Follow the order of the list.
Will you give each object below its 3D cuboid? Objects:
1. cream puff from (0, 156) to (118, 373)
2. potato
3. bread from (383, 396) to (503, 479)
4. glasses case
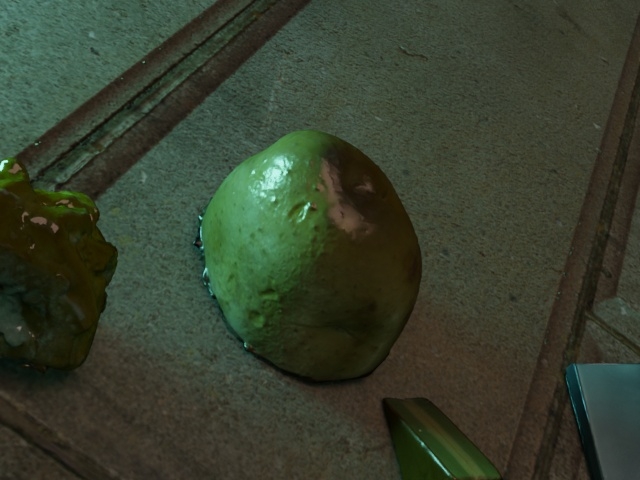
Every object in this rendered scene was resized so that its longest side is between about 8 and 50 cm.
[{"bbox_3d":[-0.293,0.005,0.805,0.220,0.195,0.195,17,46,-28],"label":"cream puff"},{"bbox_3d":[0.000,0.000,0.979,0.242,0.242,0.286,-12,64,-40],"label":"potato"},{"bbox_3d":[0.130,0.216,0.970,0.074,0.084,0.139,7,50,-28],"label":"bread"},{"bbox_3d":[0.388,0.283,1.124,0.105,0.056,0.266,0,50,-4],"label":"glasses case"}]
